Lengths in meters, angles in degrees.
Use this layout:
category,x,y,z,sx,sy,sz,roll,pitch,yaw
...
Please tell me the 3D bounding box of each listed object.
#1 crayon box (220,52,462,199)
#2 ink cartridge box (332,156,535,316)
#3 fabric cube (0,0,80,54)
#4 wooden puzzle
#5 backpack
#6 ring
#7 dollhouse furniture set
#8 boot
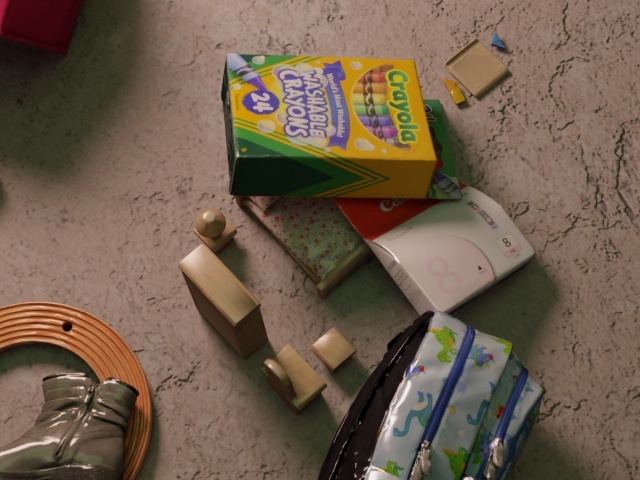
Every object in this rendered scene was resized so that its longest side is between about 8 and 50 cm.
category,x,y,z,sx,sy,sz,roll,pitch,yaw
crayon box,0.032,-0.158,1.884,0.323,0.083,0.203,1,49,-11
ink cartridge box,0.154,-0.022,1.865,0.189,0.066,0.232,-30,81,-29
fabric cube,-0.482,-0.434,1.956,0.259,0.254,0.258,18,94,9
wooden puzzle,0.229,-0.253,2.017,0.116,0.014,0.078,-32,75,-9
backpack,0.124,0.264,1.702,0.273,0.290,0.355,13,63,-1
ring,-0.393,0.246,1.850,0.337,0.032,0.336,-1,68,3
dollhouse furniture set,0.000,0.000,1.846,0.355,0.174,0.303,-40,73,-11
boot,-0.366,0.253,1.797,0.246,0.083,0.161,3,62,-2
